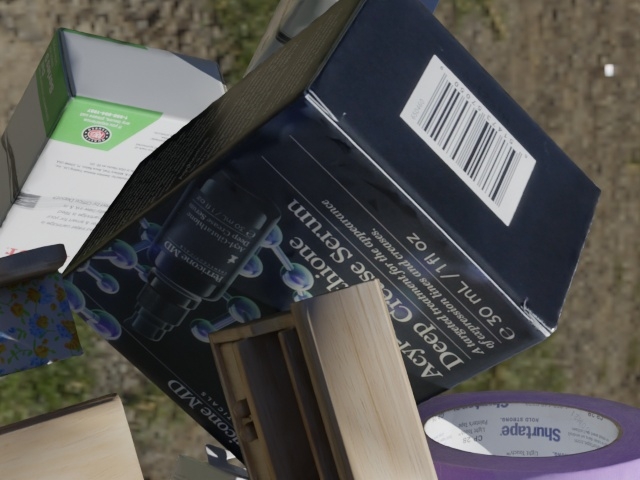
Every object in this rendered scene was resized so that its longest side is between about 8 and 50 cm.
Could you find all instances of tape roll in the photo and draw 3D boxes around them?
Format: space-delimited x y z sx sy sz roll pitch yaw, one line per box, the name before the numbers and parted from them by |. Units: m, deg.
tape roll | 0.188 0.217 1.419 0.275 0.275 0.090 -12 105 -53

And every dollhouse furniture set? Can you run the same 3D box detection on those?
dollhouse furniture set | -0.150 0.173 1.123 0.394 0.256 0.362 -16 88 -20

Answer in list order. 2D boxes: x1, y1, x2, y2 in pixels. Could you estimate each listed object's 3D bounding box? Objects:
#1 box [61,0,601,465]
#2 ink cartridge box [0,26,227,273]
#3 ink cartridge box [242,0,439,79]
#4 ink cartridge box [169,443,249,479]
box | 0.000 0.000 1.384 0.293 0.395 0.212 43 43 -14
ink cartridge box | -0.261 -0.090 1.769 0.211 0.289 0.121 9 46 -32
ink cartridge box | 0.041 -0.276 1.642 0.129 0.307 0.223 28 69 -8
ink cartridge box | -0.098 0.279 1.476 0.092 0.090 0.143 26 81 -45
